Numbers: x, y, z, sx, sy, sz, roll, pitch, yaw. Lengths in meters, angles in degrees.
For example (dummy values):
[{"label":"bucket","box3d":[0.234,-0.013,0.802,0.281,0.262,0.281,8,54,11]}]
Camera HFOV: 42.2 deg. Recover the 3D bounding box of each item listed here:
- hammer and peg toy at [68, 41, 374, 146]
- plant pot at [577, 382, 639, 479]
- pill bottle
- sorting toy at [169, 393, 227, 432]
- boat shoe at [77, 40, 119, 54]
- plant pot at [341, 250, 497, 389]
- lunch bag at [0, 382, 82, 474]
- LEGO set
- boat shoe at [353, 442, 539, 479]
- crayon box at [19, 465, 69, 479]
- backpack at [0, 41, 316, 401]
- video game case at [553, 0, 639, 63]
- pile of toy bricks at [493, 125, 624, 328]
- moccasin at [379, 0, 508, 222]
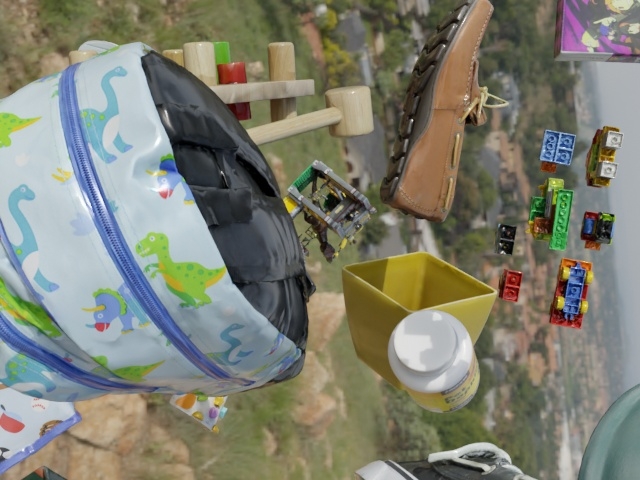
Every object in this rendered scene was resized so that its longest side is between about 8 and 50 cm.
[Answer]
[{"label":"hammer and peg toy","box3d":[-0.130,-0.190,1.056,0.266,0.361,0.127,-22,112,-58]},{"label":"plant pot","box3d":[0.387,0.233,0.667,0.196,0.293,0.293,128,-33,-65]},{"label":"pill bottle","box3d":[0.163,0.171,1.187,0.215,0.117,0.117,56,33,-64]},{"label":"sorting toy","box3d":[-0.140,0.200,1.069,0.075,0.045,0.083,-59,142,-19]},{"label":"boat shoe","box3d":[-0.361,-0.310,1.584,0.083,0.226,0.076,-61,162,-6]},{"label":"plant pot","box3d":[0.173,0.156,1.563,0.212,0.212,0.187,-10,116,-33]},{"label":"lunch bag","box3d":[-0.617,0.258,1.546,0.327,0.239,0.385,58,-15,-2]},{"label":"LEGO set","box3d":[0.000,0.000,1.848,0.331,0.192,0.255,-42,150,-15]},{"label":"boat shoe","box3d":[0.117,0.205,0.617,0.113,0.105,0.306,60,-17,1]},{"label":"crayon box","box3d":[-0.414,0.443,1.080,0.202,0.318,0.081,52,6,-42]},{"label":"backpack","box3d":[-0.129,-0.002,0.645,0.355,0.273,0.290,138,-65,-77]},{"label":"video game case","box3d":[0.336,-0.284,0.785,0.042,0.210,0.232,-22,116,-84]},{"label":"pile of toy bricks","box3d":[0.249,-0.020,0.894,0.105,0.118,0.212,-7,107,-85]},{"label":"moccasin","box3d":[0.221,-0.218,1.393,0.139,0.147,0.380,-178,-77,-76]}]
